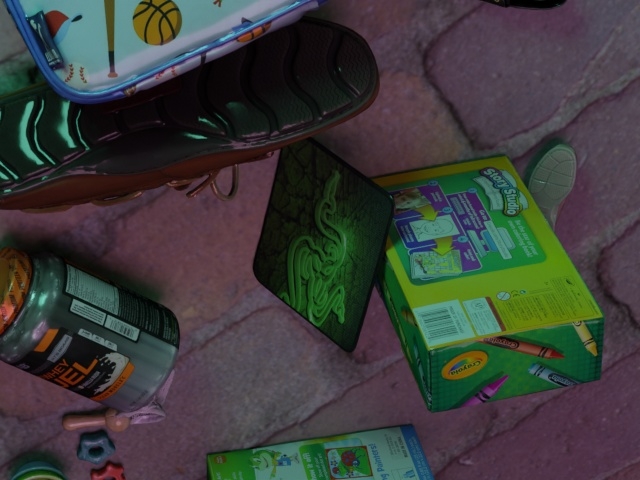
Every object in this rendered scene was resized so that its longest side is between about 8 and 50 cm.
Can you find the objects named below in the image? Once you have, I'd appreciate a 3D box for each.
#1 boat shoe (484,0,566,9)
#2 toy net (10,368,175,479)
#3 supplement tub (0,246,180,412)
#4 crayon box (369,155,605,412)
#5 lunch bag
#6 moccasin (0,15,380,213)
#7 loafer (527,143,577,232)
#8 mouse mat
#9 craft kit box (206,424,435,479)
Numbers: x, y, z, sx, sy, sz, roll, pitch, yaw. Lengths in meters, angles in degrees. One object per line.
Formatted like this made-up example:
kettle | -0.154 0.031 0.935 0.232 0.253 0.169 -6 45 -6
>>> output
boat shoe | 0.169 -0.243 1.402 0.133 0.042 0.049 4 126 -17
toy net | -0.230 0.226 1.630 0.232 0.045 0.122 -41 126 15
supplement tub | -0.243 0.085 1.477 0.190 0.117 0.117 28 114 -31
crayon box | 0.144 0.033 1.447 0.165 0.278 0.081 -10 127 -8
lunch bag | -0.134 -0.258 1.217 0.303 0.115 0.243 -23 99 -1
moccasin | -0.132 -0.103 1.357 0.380 0.139 0.147 -21 169 4
loafer | 0.239 -0.049 1.573 0.045 0.039 0.125 19 121 11
mouse mat | 0.000 0.000 1.474 0.007 0.152 0.190 -22 137 -41
craft kit box | 0.016 0.319 1.641 0.246 0.250 0.061 -4 128 -13
